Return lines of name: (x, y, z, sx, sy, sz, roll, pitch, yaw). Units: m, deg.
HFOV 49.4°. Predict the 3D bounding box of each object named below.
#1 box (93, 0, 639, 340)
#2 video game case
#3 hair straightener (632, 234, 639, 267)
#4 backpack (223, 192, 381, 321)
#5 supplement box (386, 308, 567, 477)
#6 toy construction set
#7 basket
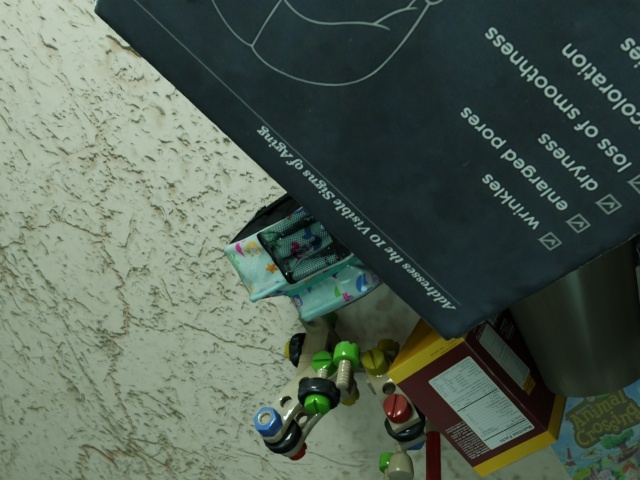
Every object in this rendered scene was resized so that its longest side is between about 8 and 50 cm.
box: (0.135, -0.239, 0.586, 0.480, 0.297, 0.472, 43, 135, -4)
video game case: (0.414, 0.260, 0.927, 0.212, 0.023, 0.193, -45, 60, 31)
hair straightener: (0.411, -0.053, 0.874, 0.089, 0.047, 0.230, 39, 131, 25)
backpack: (0.000, 0.000, 0.984, 0.254, 0.225, 0.191, -22, 97, 36)
supplement box: (0.230, 0.178, 0.973, 0.194, 0.191, 0.129, 48, 124, -1)
toy construction set: (0.069, 0.225, 1.086, 0.309, 0.237, 0.257, 36, 130, -25)
basket: (0.314, 0.068, 0.881, 0.204, 0.154, 0.226, -10, 102, 50)
